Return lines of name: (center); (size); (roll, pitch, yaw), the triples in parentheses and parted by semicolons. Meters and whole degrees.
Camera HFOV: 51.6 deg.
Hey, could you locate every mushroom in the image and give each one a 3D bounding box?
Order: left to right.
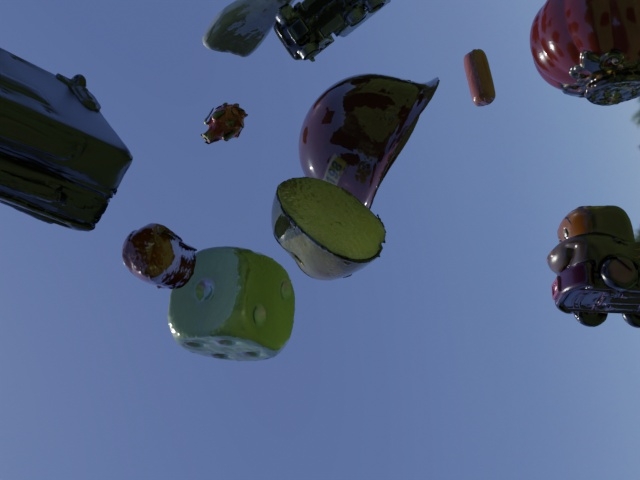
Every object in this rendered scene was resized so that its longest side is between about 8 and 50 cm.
mushroom: (-0.160, -0.604, 1.736); (0.122, 0.329, 0.159); (57, -140, -4)

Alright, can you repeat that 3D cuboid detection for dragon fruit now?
dragon fruit: (-0.228, -0.272, 1.562); (0.086, 0.081, 0.116); (36, -107, -6)

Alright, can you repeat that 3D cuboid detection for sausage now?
sausage: (-0.280, 0.034, 1.167); (0.330, 0.102, 0.102); (112, 148, -82)
sausage: (0.405, -0.417, 1.688); (0.062, 0.062, 0.154); (22, -126, -53)

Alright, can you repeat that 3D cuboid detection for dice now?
dice: (-0.228, 0.170, 1.736); (0.250, 0.252, 0.254); (39, -128, -53)

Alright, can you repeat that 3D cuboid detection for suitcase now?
suitcase: (-0.463, -0.173, 0.929); (0.345, 0.188, 0.339); (26, -168, -45)

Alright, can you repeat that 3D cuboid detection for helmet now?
helmet: (0.075, -0.232, 1.446); (0.230, 0.385, 0.337); (28, -124, 4)

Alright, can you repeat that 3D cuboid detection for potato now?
potato: (0.000, 0.000, 1.059); (0.202, 0.117, 0.182); (45, -147, 24)

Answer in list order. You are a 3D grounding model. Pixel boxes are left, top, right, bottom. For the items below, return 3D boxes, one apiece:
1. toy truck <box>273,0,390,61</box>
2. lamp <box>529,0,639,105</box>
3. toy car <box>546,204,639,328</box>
toy truck: (0.040, -0.441, 1.234); (0.114, 0.253, 0.124); (57, -158, 2)
lamp: (0.427, -0.314, 0.982); (0.227, 0.227, 0.226); (30, -128, -50)
toy car: (0.696, 0.052, 1.515); (0.271, 0.341, 0.240); (81, -166, -64)
